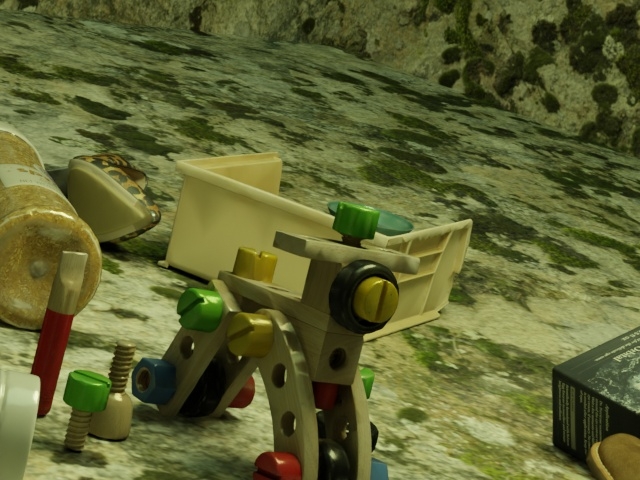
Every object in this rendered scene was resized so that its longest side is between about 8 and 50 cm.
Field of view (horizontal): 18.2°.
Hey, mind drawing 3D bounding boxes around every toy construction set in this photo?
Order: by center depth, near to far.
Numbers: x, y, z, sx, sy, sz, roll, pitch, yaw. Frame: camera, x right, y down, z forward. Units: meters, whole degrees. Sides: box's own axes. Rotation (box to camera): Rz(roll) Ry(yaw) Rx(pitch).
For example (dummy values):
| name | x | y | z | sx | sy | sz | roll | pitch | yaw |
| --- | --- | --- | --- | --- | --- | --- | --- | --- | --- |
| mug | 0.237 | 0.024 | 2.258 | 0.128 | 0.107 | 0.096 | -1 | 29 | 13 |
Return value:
| name | x | y | z | sx | sy | sz | roll | pitch | yaw |
| --- | --- | --- | --- | --- | --- | --- | --- | --- | --- |
| toy construction set | -0.065 | 0.062 | 1.620 | 0.309 | 0.237 | 0.257 | 11 | 13 | -13 |

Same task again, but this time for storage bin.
| name | x | y | z | sx | sy | sz | roll | pitch | yaw |
| --- | --- | --- | --- | --- | --- | --- | --- | --- | --- |
| storage bin | 0.000 | 0.000 | 2.232 | 0.262 | 0.123 | 0.260 | 20 | 14 | 23 |

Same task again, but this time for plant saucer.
| name | x | y | z | sx | sy | sz | roll | pitch | yaw |
| --- | --- | --- | --- | --- | --- | --- | --- | --- | --- |
| plant saucer | 0.064 | -0.024 | 2.643 | 0.119 | 0.021 | 0.119 | 15 | 12 | -3 |

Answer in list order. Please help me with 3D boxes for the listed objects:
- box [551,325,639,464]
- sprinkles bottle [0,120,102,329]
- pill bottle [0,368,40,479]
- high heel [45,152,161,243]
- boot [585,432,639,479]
| name | x | y | z | sx | sy | sz | roll | pitch | yaw |
| --- | --- | --- | --- | --- | --- | --- | --- | --- | --- |
| box | 0.326 | 0.157 | 1.874 | 0.156 | 0.093 | 0.158 | -22 | 32 | -31 |
| sprinkles bottle | -0.308 | -0.022 | 1.982 | 0.121 | 0.121 | 0.355 | 10 | 14 | -21 |
| pill bottle | -0.296 | 0.118 | 1.396 | 0.186 | 0.112 | 0.112 | 12 | 13 | -12 |
| high heel | -0.213 | -0.055 | 2.280 | 0.186 | 0.093 | 0.261 | -6 | 14 | -42 |
| boot | 0.328 | 0.214 | 1.655 | 0.112 | 0.115 | 0.305 | 23 | 8 | -27 |
